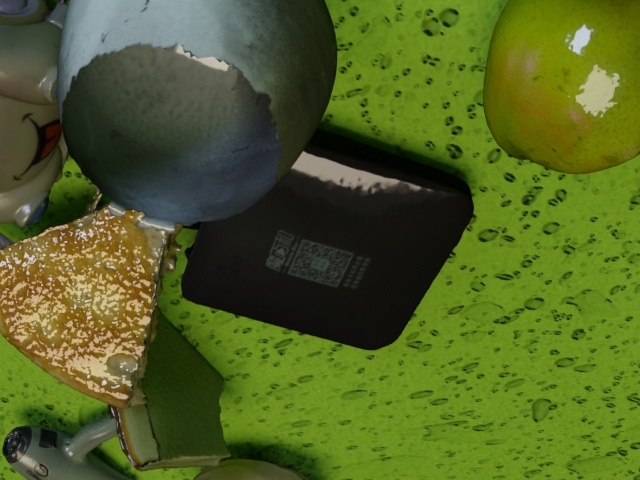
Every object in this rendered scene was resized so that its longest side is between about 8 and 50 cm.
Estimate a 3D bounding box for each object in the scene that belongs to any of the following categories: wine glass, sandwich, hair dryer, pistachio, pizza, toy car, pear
[{"bbox_3d":[-0.097,-0.177,0.888,0.237,0.323,0.238,5,132,6],"label":"wine glass"},{"bbox_3d":[-0.203,0.180,1.395,0.063,0.245,0.212,-20,162,21],"label":"sandwich"},{"bbox_3d":[-0.312,0.325,1.588,0.267,0.092,0.229,-19,136,13],"label":"hair dryer"},{"bbox_3d":[-0.103,0.402,1.564,0.229,0.157,0.157,-5,133,1],"label":"pistachio"},{"bbox_3d":[-0.244,0.043,1.237,0.287,0.075,0.280,-42,97,6],"label":"pizza"},{"bbox_3d":[-0.418,-0.143,1.032,0.335,0.226,0.242,21,133,-7],"label":"toy car"},{"bbox_3d":[0.239,-0.152,0.952,0.187,0.187,0.220,25,126,-15],"label":"pear"}]

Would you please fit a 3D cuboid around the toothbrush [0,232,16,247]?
[{"bbox_3d":[-0.400,-0.006,1.267,0.375,0.028,0.037,38,161,-15],"label":"toothbrush"}]

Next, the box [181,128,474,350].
[{"bbox_3d":[0.000,0.000,1.213,0.288,0.073,0.290,16,134,-9],"label":"box"}]

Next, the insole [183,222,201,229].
[{"bbox_3d":[-0.151,-0.027,1.260,0.135,0.002,0.045,15,135,-6],"label":"insole"}]
